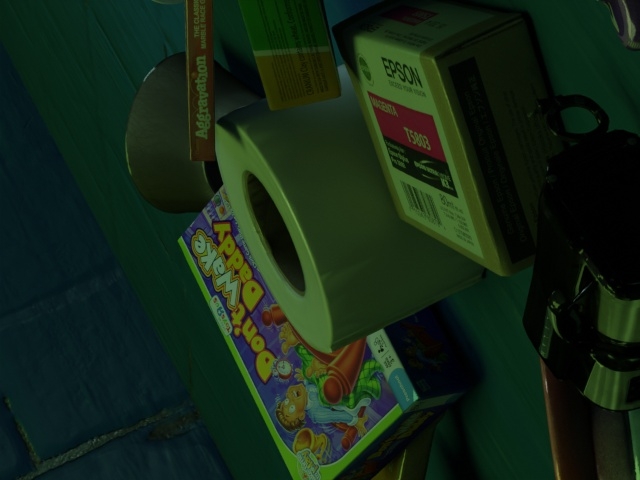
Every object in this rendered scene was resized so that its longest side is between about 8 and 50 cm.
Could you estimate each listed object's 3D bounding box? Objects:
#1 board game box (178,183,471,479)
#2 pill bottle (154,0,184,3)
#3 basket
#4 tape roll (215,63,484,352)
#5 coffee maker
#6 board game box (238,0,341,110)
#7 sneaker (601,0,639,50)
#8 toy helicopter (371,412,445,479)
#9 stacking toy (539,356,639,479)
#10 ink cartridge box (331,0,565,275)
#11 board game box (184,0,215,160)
[{"bbox_3d":[-0.004,0.075,2.069,0.233,0.078,0.347,-49,60,42],"label":"board game box"},{"bbox_3d":[-0.207,-0.352,2.266,0.208,0.119,0.119,42,153,57],"label":"pill bottle"},{"bbox_3d":[-0.123,-0.112,2.298,0.227,0.154,0.204,25,108,63],"label":"basket"},{"bbox_3d":[0.027,-0.038,1.821,0.246,0.169,0.246,58,165,26],"label":"tape roll"},{"bbox_3d":[0.209,0.012,1.384,0.178,0.120,0.171,90,176,-57],"label":"coffee maker"},{"bbox_3d":[-0.053,-0.306,1.635,0.242,0.064,0.316,74,-176,-49],"label":"board game box"},{"bbox_3d":[0.166,-0.190,1.243,0.170,0.071,0.068,61,166,14],"label":"sneaker"},{"bbox_3d":[0.088,0.289,2.112,0.235,0.140,0.355,-122,39,-59],"label":"toy helicopter"},{"bbox_3d":[0.261,0.200,1.591,0.279,0.130,0.309,-88,-12,-56],"label":"stacking toy"},{"bbox_3d":[0.111,-0.094,1.579,0.193,0.088,0.235,69,167,-18],"label":"ink cartridge box"},{"bbox_3d":[-0.110,-0.228,1.741,0.145,0.027,0.281,-100,10,-62],"label":"board game box"}]
